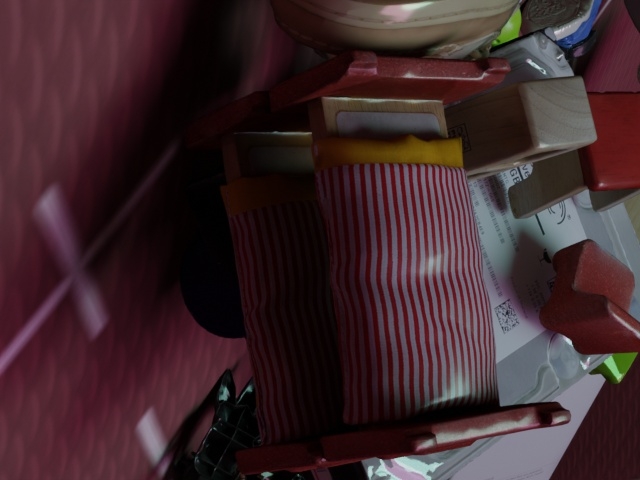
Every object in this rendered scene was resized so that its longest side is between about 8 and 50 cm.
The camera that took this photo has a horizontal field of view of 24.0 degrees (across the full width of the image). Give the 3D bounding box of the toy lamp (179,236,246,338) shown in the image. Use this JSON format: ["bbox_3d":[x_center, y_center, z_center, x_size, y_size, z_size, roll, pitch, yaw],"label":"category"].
[{"bbox_3d":[0.000,0.000,1.076,0.080,0.080,0.274,-64,164,21],"label":"toy lamp"}]

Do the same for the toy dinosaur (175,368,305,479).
[{"bbox_3d":[-0.061,0.239,1.241,0.218,0.164,0.322,-51,-163,49],"label":"toy dinosaur"}]

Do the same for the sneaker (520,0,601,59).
[{"bbox_3d":[0.225,-0.197,1.428,0.152,0.058,0.084,-50,156,-49],"label":"sneaker"}]

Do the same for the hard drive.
[{"bbox_3d":[0.087,0.011,1.006,0.064,0.237,0.339,-16,-172,46],"label":"hard drive"}]

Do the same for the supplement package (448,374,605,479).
[{"bbox_3d":[0.175,0.131,1.583,0.175,0.177,0.293,-8,135,-35],"label":"supplement package"}]

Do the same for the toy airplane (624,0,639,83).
[{"bbox_3d":[0.438,-0.316,1.470,0.384,0.272,0.386,-144,-110,-74],"label":"toy airplane"}]

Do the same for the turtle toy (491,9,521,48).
[{"bbox_3d":[0.143,-0.145,1.258,0.095,0.066,0.130,-41,157,-41],"label":"turtle toy"}]

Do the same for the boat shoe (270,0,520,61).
[{"bbox_3d":[0.056,-0.137,0.900,0.341,0.121,0.110,-30,147,-63],"label":"boat shoe"}]

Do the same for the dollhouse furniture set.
[{"bbox_3d":[0.116,0.004,0.882,0.374,0.201,0.152,-6,173,-42],"label":"dollhouse furniture set"}]

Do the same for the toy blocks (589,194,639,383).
[{"bbox_3d":[0.119,0.032,1.251,0.261,0.191,0.381,-18,-153,51],"label":"toy blocks"}]
